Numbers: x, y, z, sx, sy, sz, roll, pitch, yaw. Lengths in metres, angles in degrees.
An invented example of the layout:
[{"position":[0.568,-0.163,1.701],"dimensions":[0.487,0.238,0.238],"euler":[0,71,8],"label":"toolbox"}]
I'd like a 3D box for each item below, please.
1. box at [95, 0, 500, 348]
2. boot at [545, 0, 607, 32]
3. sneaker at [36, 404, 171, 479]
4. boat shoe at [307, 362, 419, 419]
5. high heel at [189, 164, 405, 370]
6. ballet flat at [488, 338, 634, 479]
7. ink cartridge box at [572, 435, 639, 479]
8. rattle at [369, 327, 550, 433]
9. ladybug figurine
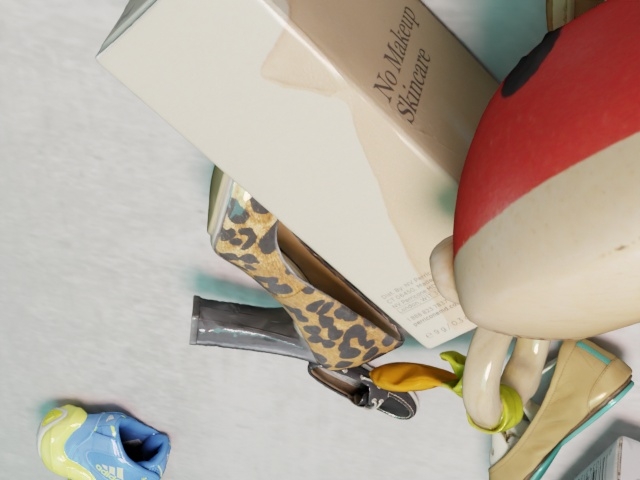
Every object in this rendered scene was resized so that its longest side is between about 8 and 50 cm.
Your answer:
[{"position":[0.022,-0.086,0.707],"dimensions":[0.311,0.148,0.121],"euler":[40,130,-22],"label":"box"},{"position":[0.235,-0.204,0.568],"dimensions":[0.204,0.095,0.261],"euler":[10,131,6],"label":"boot"},{"position":[-0.208,0.275,1.157],"dimensions":[0.126,0.091,0.240],"euler":[-10,128,24],"label":"sneaker"},{"position":[0.039,0.137,0.986],"dimensions":[0.125,0.038,0.046],"euler":[39,131,-20],"label":"boat shoe"},{"position":[0.000,0.000,0.852],"dimensions":[0.186,0.093,0.261],"euler":[7,131,-8],"label":"high heel"},{"position":[0.198,0.165,0.954],"dimensions":[0.073,0.080,0.232],"euler":[42,134,16],"label":"ballet flat"},{"position":[0.366,0.341,1.042],"dimensions":[0.330,0.071,0.324],"euler":[21,140,-2],"label":"ink cartridge box"},{"position":[0.122,0.045,0.854],"dimensions":[0.143,0.130,0.199],"euler":[30,135,44],"label":"rattle"},{"position":[0.260,-0.073,0.545],"dimensions":[0.450,0.305,0.161],"euler":[-20,80,14],"label":"ladybug figurine"}]
